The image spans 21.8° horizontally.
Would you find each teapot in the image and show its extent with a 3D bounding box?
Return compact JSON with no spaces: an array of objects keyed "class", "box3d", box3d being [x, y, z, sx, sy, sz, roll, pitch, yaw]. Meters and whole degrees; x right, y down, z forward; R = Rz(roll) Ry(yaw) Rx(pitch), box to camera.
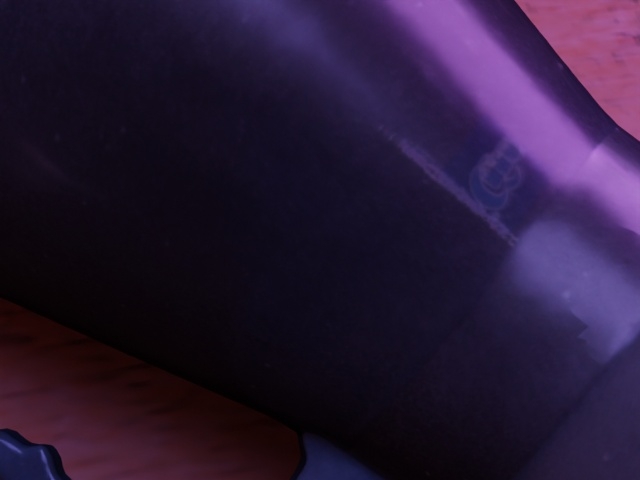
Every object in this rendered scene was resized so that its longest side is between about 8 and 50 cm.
[{"class":"teapot","box3d":[0.000,0.000,0.442,0.225,0.171,0.203,38,87,7]}]
